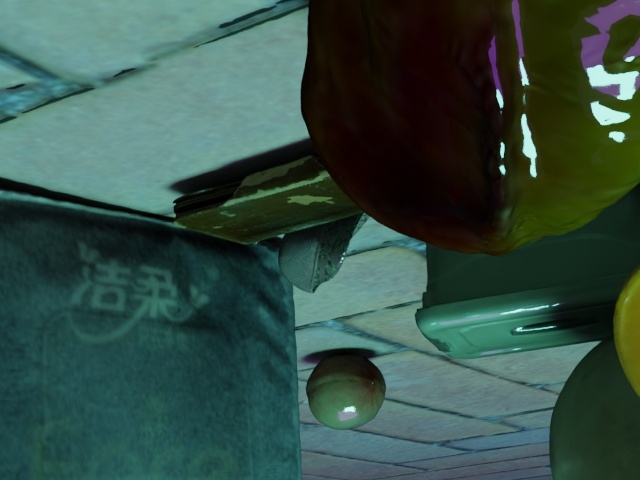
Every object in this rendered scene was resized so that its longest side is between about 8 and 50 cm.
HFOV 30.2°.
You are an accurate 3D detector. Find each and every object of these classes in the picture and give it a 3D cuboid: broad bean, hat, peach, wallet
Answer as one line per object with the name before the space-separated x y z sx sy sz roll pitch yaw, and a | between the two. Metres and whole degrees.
broad bean | 0.067 -0.079 0.438 0.122 0.156 0.228 -41 170 -28
hat | 0.000 -0.002 0.790 0.042 0.058 0.087 33 140 -3
peach | 0.027 0.152 1.211 0.083 0.083 0.083 -4 162 -1
wallet | 0.001 -0.031 0.720 0.176 0.026 0.095 -14 166 31

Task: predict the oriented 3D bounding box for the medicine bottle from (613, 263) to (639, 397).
medicine bottle | 0.235 0.003 0.545 0.222 0.149 0.112 -32 -177 -39

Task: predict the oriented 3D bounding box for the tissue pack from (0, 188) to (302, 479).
tissue pack | -0.142 0.180 0.742 0.124 0.394 0.288 -18 158 41

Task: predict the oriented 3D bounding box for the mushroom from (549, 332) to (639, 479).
mushroom | 0.249 0.205 0.728 0.292 0.292 0.290 11 120 -39

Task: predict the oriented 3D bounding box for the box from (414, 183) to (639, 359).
box | 0.150 0.016 0.789 0.172 0.093 0.124 -10 161 15
